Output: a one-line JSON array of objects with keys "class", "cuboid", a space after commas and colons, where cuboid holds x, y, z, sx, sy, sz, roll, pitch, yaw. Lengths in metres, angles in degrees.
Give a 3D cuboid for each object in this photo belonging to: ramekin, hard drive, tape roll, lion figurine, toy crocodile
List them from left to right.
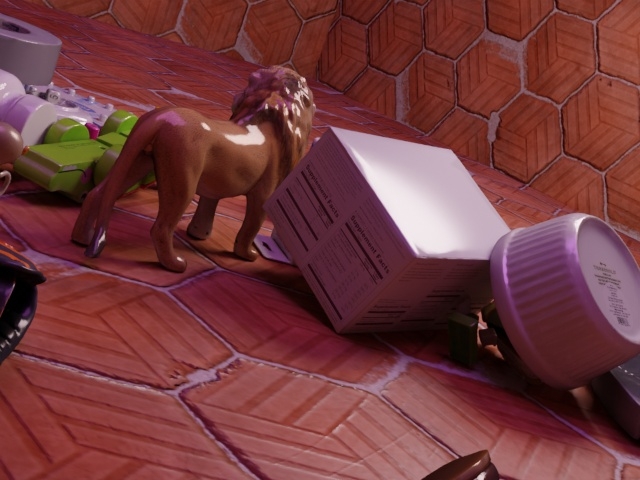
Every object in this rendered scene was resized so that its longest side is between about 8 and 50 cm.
[{"class": "tape roll", "cuboid": [-0.535, -0.321, 1.677, 0.219, 0.072, 0.219, 19, 13, -5]}, {"class": "toy crocodile", "cuboid": [-0.275, -0.101, 1.384, 0.115, 0.105, 0.340, 25, 19, 16]}, {"class": "lion figurine", "cuboid": [-0.134, -0.098, 1.247, 0.142, 0.240, 0.392, 25, 15, 18]}, {"class": "ramekin", "cuboid": [0.307, 0.065, 1.238, 0.207, 0.109, 0.207, 30, 46, -37]}, {"class": "hard drive", "cuboid": [0.425, 0.198, 1.295, 0.171, 0.054, 0.255, 19, 14, -5]}]

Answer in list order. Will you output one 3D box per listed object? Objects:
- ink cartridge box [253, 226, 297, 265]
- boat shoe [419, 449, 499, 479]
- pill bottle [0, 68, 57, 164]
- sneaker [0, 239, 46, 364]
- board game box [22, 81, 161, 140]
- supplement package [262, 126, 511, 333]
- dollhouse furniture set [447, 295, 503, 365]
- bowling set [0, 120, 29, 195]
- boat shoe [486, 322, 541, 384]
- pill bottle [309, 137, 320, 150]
[{"class": "ink cartridge box", "cuboid": [0.000, 0.000, 1.437, 0.180, 0.060, 0.104, 14, 16, -24]}, {"class": "boat shoe", "cuboid": [0.089, 0.213, 0.754, 0.073, 0.073, 0.207, 61, 27, 6]}, {"class": "pill bottle", "cuboid": [-0.455, -0.172, 1.319, 0.221, 0.124, 0.124, 24, 14, 9]}, {"class": "sneaker", "cuboid": [-0.314, 0.006, 0.755, 0.180, 0.125, 0.321, 28, 3, 22]}, {"class": "board game box", "cuboid": [-0.443, -0.232, 1.723, 0.389, 0.050, 0.390, 22, 14, 4]}, {"class": "supplement package", "cuboid": [0.099, -0.009, 1.292, 0.261, 0.145, 0.204, 4, 46, -50]}, {"class": "dollhouse furniture set", "cuboid": [0.215, 0.092, 1.271, 0.151, 0.059, 0.076, -26, 34, -36]}, {"class": "bowling set", "cuboid": [-0.431, -0.102, 0.906, 0.200, 0.154, 0.287, 44, 18, 34]}, {"class": "boat shoe", "cuboid": [0.243, 0.134, 1.302, 0.050, 0.045, 0.135, -11, 27, -7]}, {"class": "pill bottle", "cuboid": [0.003, -0.082, 1.597, 0.078, 0.137, 0.078, 19, 13, -5]}]
